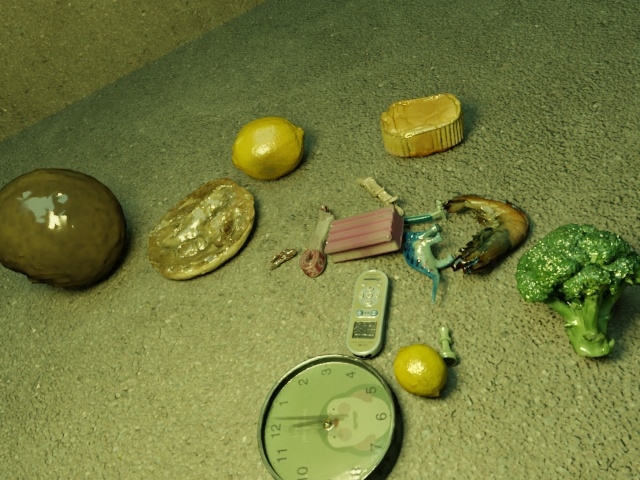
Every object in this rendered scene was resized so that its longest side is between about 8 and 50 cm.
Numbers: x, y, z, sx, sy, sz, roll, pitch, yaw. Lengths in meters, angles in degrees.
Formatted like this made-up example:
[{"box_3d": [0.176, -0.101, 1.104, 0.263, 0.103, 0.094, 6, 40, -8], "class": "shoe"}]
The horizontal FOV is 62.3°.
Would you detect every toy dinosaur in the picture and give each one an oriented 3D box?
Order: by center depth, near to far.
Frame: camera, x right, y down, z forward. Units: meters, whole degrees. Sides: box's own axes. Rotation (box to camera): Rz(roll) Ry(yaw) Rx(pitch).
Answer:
[{"box_3d": [0.267, 0.018, 1.358, 0.144, 0.076, 0.329, -35, 42, 4], "class": "toy dinosaur"}]

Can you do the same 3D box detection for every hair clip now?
[{"box_3d": [0.166, -0.148, 1.546, 0.034, 0.072, 0.226, -31, 45, -10], "class": "hair clip"}]

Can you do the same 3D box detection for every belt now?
[{"box_3d": [0.000, 0.000, 1.498, 0.071, 0.053, 0.232, -6, 49, 28], "class": "belt"}]

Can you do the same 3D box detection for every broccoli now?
[{"box_3d": [0.540, 0.098, 1.086, 0.269, 0.270, 0.270, -11, 83, 13], "class": "broccoli"}]

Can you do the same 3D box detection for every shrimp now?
[{"box_3d": [0.382, -0.030, 1.329, 0.222, 0.054, 0.290, 36, 57, 29], "class": "shrimp"}, {"box_3d": [-0.111, 0.048, 1.517, 0.092, 0.029, 0.038, -33, 47, -2], "class": "shrimp"}]

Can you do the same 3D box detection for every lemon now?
[{"box_3d": [0.212, 0.276, 1.132, 0.109, 0.109, 0.133, -35, 53, -10], "class": "lemon"}, {"box_3d": [-0.170, -0.299, 1.726, 0.260, 0.204, 0.204, -20, 46, 8], "class": "lemon"}]

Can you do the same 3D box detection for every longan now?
[{"box_3d": [-0.795, -0.032, 1.614, 0.391, 0.391, 0.391, -11, 48, 13], "class": "longan"}]

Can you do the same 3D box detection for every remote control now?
[{"box_3d": [0.119, 0.178, 1.298, 0.087, 0.047, 0.244, 0, 50, 18], "class": "remote control"}]

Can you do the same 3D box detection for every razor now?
[{"box_3d": [0.245, -0.062, 1.453, 0.191, 0.068, 0.037, -8, 39, 25], "class": "razor"}]

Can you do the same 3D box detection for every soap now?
[{"box_3d": [0.117, -0.015, 1.421, 0.203, 0.065, 0.122, -12, 46, 31], "class": "soap"}]

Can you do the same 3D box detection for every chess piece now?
[{"box_3d": [0.281, 0.233, 1.190, 0.042, 0.042, 0.093, -10, 42, 14], "class": "chess piece"}]

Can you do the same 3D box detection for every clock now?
[{"box_3d": [0.015, 0.396, 1.138, 0.318, 0.066, 0.319, -12, 48, 13], "class": "clock"}]

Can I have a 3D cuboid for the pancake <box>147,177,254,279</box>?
[{"box_3d": [-0.374, -0.038, 1.661, 0.386, 0.082, 0.387, -13, 50, 16], "class": "pancake"}]

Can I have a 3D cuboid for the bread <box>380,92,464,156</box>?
[{"box_3d": [0.310, -0.345, 1.616, 0.250, 0.133, 0.179, -14, 48, 12], "class": "bread"}]
